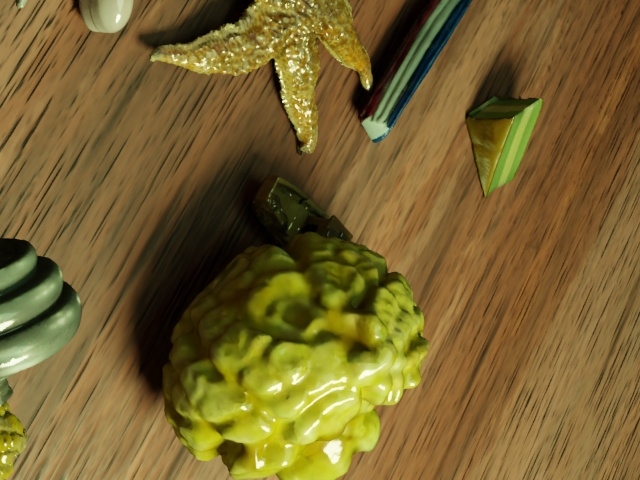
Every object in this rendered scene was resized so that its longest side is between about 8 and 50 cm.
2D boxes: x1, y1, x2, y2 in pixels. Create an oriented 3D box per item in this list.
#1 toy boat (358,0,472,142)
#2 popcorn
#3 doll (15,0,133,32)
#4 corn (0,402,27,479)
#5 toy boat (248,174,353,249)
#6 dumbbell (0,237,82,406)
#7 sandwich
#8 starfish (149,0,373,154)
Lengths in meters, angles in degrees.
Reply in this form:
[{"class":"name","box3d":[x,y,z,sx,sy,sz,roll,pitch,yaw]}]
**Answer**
[{"class":"toy boat","box3d":[0.109,-0.209,1.614,0.046,0.080,0.229,34,66,-8]},{"class":"popcorn","box3d":[-0.024,0.118,1.413,0.258,0.224,0.270,-56,154,15]},{"class":"doll","box3d":[-0.213,-0.259,1.266,0.161,0.059,0.160,-33,119,-39]},{"class":"corn","box3d":[-0.372,0.156,1.144,0.320,0.097,0.097,14,86,-45]},{"class":"toy boat","box3d":[0.000,0.000,1.523,0.206,0.072,0.064,43,67,-40]},{"class":"dumbbell","box3d":[-0.305,-0.055,1.116,0.179,0.179,0.406,-27,115,-41]},{"class":"sandwich","box3d":[0.235,-0.112,1.750,0.074,0.074,0.116,-34,119,-37]},{"class":"starfish","box3d":[-0.034,-0.222,1.461,0.299,0.060,0.302,-58,133,-26]}]
